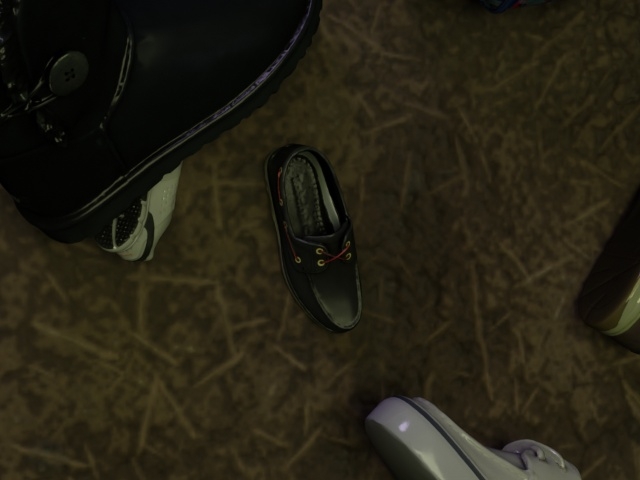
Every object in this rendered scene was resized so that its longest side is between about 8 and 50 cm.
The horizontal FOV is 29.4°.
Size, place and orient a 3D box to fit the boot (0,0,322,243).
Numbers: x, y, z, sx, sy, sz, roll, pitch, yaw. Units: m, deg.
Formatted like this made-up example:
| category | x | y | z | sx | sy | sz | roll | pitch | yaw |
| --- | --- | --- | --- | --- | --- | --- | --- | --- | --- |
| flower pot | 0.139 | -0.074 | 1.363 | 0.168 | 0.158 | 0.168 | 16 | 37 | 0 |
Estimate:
| category | x | y | z | sx | sy | sz | roll | pitch | yaw |
| --- | --- | --- | --- | --- | --- | --- | --- | --- | --- |
| boot | -0.114 | -0.128 | 0.673 | 0.246 | 0.207 | 0.094 | -44 | 62 | -8 |

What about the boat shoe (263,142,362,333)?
| category | x | y | z | sx | sy | sz | roll | pitch | yaw |
| --- | --- | --- | --- | --- | --- | --- | --- | --- | --- |
| boat shoe | -0.002 | 0.001 | 0.802 | 0.049 | 0.042 | 0.133 | -20 | 99 | -19 |

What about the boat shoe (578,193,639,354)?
| category | x | y | z | sx | sy | sz | roll | pitch | yaw |
| --- | --- | --- | --- | --- | --- | --- | --- | --- | --- |
| boat shoe | 0.273 | -0.016 | 0.876 | 0.073 | 0.080 | 0.224 | 37 | 86 | -21 |

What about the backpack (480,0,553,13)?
| category | x | y | z | sx | sy | sz | roll | pitch | yaw |
| --- | --- | --- | --- | --- | --- | --- | --- | --- | --- |
| backpack | 0.118 | -0.212 | 0.773 | 0.173 | 0.158 | 0.117 | -9 | 88 | -15 |

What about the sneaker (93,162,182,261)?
| category | x | y | z | sx | sy | sz | roll | pitch | yaw |
| --- | --- | --- | --- | --- | --- | --- | --- | --- | --- |
| sneaker | -0.108 | -0.036 | 0.771 | 0.109 | 0.040 | 0.044 | -68 | 152 | -16 |

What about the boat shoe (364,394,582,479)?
| category | x | y | z | sx | sy | sz | roll | pitch | yaw |
| --- | --- | --- | --- | --- | --- | --- | --- | --- | --- |
| boat shoe | 0.140 | 0.181 | 0.828 | 0.267 | 0.096 | 0.088 | 44 | 75 | -16 |
